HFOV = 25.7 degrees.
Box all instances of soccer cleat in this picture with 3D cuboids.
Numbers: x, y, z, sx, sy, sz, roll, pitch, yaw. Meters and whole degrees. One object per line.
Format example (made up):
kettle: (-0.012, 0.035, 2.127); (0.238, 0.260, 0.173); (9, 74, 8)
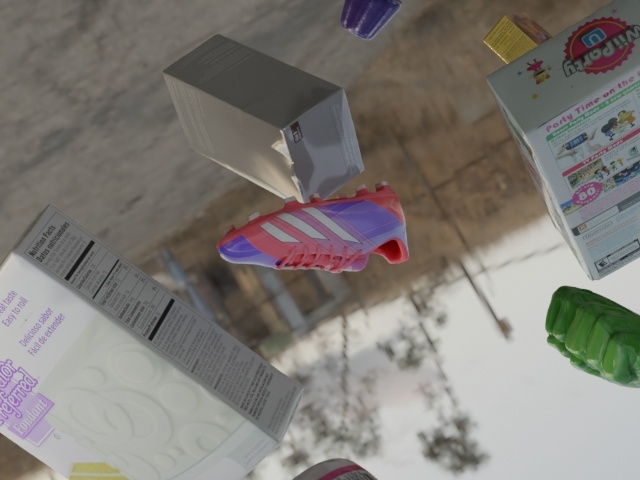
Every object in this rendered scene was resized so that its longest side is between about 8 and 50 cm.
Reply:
soccer cleat: (0.000, 0.000, 1.492); (0.248, 0.095, 0.083); (-15, 173, -43)

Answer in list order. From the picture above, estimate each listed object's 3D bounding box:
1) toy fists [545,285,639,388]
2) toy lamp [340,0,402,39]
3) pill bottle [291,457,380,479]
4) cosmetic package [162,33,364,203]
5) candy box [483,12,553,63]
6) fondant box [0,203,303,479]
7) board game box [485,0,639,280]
toy fists: (0.365, 0.127, 1.780); (0.096, 0.142, 0.279); (-62, -171, 6)
toy lamp: (0.109, -0.395, 1.852); (0.274, 0.080, 0.080); (-63, 173, 15)
pill bottle: (0.074, 0.312, 1.091); (0.160, 0.283, 0.160); (-35, 145, -30)
cosmetic package: (-0.069, -0.143, 1.659); (0.107, 0.127, 0.238); (-39, -134, -26)
candy box: (0.321, -0.235, 1.933); (0.053, 0.186, 0.109); (-49, 170, 24)
fondant box: (-0.221, 0.150, 1.475); (0.238, 0.330, 0.096); (-47, -170, 36)
board game box: (0.329, -0.111, 1.479); (0.224, 0.097, 0.303); (-30, 142, 4)
